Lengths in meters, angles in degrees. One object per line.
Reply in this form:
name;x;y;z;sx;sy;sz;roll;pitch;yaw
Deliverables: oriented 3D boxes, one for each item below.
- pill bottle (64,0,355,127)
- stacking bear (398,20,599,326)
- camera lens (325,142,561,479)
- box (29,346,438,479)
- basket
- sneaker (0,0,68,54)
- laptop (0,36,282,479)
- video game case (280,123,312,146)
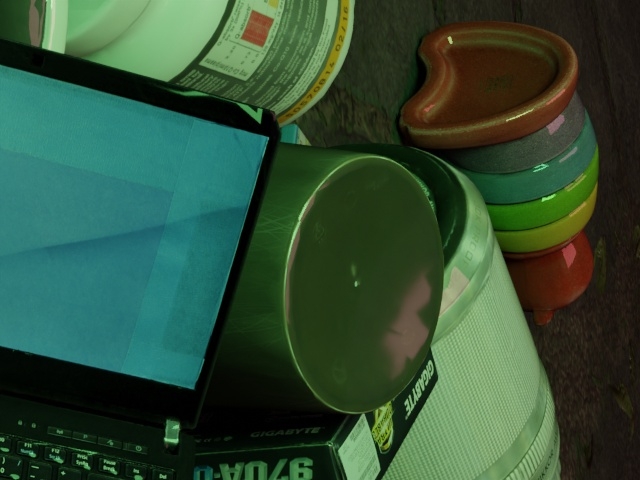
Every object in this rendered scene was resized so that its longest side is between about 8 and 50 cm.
pill bottle;-0.098;-0.153;1.113;0.278;0.162;0.162;11;74;-68
stacking bear;0.194;-0.050;1.857;0.175;0.164;0.289;-73;153;-46
camera lens;0.037;0.087;1.311;0.219;0.219;0.274;-73;149;-45
box;-0.063;0.101;1.048;0.175;0.220;0.051;-51;130;-63
basket;-0.062;0.014;0.989;0.204;0.227;0.154;-26;113;-47
sneaker;-0.216;-0.191;0.914;0.147;0.105;0.295;-29;105;-65
laptop;-0.146;0.054;0.791;0.136;0.234;0.264;119;-21;-44
video game case;0.000;0.000;1.522;0.166;0.015;0.119;53;37;-53
